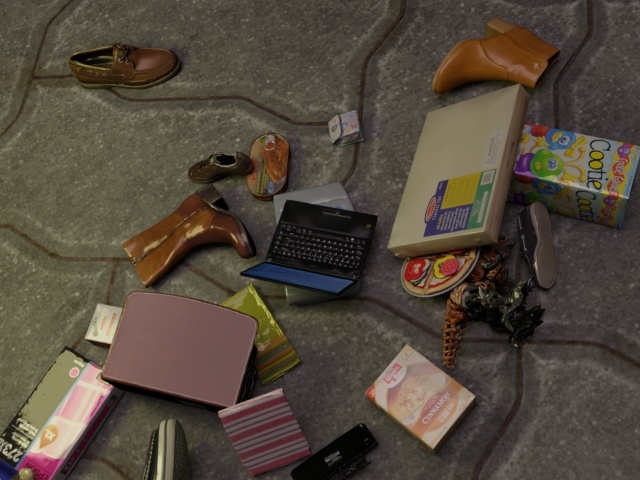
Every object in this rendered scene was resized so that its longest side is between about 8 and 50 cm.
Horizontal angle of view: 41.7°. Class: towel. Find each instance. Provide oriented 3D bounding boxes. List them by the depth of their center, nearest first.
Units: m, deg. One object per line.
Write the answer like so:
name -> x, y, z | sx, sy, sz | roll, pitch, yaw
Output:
towel -> -0.113, 0.398, 1.744 | 0.144, 0.197, 0.029 | -20, 30, 1
towel -> -0.142, 0.213, 1.934 | 0.102, 0.021, 0.237 | -31, 61, -6

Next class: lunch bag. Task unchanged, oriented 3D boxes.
lunch bag -> 0.062, -0.283, 2.132 | 0.083, 0.053, 0.071 | -14, 59, 15

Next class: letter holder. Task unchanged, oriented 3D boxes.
letter holder -> -0.289, 0.245, 1.838 | 0.301, 0.152, 0.214 | 11, 72, 8

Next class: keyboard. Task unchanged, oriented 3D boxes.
keyboard -> 0.036, 0.472, 1.764 | 0.192, 0.038, 0.100 | -33, 38, -5

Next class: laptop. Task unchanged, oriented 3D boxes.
laptop -> -0.022, 0.010, 1.890 | 0.234, 0.136, 0.264 | 11, 66, 16

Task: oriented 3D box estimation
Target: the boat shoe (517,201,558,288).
boat shoe -> 0.485, 0.017, 1.896 | 0.065, 0.075, 0.206 | -27, 56, 48

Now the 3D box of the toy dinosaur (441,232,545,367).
toy dinosaur -> 0.358, 0.134, 1.827 | 0.218, 0.164, 0.322 | 17, 85, 35

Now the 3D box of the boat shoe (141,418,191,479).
boat shoe -> -0.363, 0.606, 1.687 | 0.156, 0.187, 0.500 | 4, 69, 7

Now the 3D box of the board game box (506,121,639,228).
board game box -> 0.565, -0.150, 1.905 | 0.275, 0.142, 0.144 | 15, 67, 19

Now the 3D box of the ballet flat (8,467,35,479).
ballet flat -> -0.672, 0.553, 1.814 | 0.173, 0.049, 0.057 | -46, 75, 19

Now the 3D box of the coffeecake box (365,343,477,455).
coffeecake box -> 0.212, 0.334, 1.770 | 0.185, 0.068, 0.142 | 36, 76, 26

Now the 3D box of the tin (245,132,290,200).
tin -> -0.132, -0.187, 2.131 | 0.106, 0.040, 0.190 | 1, 63, 8

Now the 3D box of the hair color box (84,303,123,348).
hair color box -> -0.459, 0.212, 1.983 | 0.167, 0.053, 0.093 | 10, 67, 15

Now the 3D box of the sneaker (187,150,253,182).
sneaker -> -0.264, -0.196, 2.126 | 0.188, 0.071, 0.066 | -9, 59, 23

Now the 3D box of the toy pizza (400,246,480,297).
toy pizza -> 0.263, 0.041, 1.879 | 0.201, 0.032, 0.201 | -27, 35, 22

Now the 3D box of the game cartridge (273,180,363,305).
game cartridge -> 0.000, 0.000, 1.998 | 0.198, 0.062, 0.297 | -14, 61, 9

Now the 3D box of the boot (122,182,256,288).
boot -> -0.319, 0.017, 2.031 | 0.280, 0.096, 0.264 | -36, 62, -7

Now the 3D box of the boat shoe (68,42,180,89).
boat shoe -> -0.548, -0.489, 2.335 | 0.307, 0.104, 0.111 | -8, 62, 7

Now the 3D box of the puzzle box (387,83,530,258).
puzzle box -> 0.316, -0.156, 1.920 | 0.272, 0.052, 0.409 | -10, 51, 45

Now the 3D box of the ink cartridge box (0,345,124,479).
ink cartridge box -> -0.612, 0.437, 1.895 | 0.175, 0.069, 0.371 | 24, 73, 22

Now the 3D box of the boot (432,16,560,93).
boot -> 0.443, -0.430, 2.099 | 0.211, 0.104, 0.295 | 38, 72, 26
